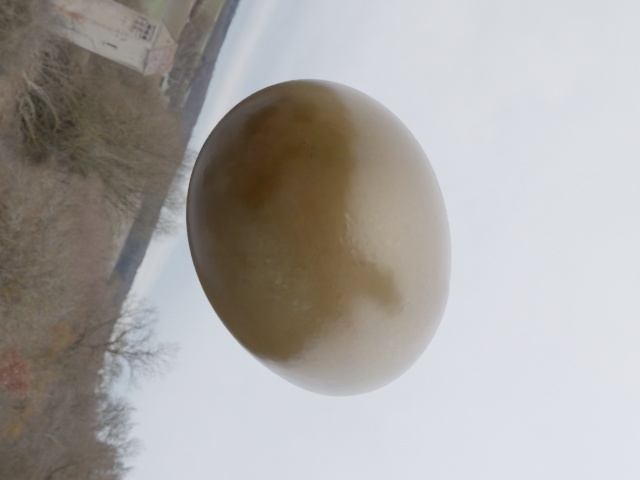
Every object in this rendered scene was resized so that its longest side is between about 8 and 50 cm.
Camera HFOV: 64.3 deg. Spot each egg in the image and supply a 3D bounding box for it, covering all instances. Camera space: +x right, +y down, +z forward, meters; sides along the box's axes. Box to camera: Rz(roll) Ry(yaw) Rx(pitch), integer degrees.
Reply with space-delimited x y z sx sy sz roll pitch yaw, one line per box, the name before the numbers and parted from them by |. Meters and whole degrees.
egg | 0.000 0.000 0.607 0.301 0.301 0.374 163 -86 -69
